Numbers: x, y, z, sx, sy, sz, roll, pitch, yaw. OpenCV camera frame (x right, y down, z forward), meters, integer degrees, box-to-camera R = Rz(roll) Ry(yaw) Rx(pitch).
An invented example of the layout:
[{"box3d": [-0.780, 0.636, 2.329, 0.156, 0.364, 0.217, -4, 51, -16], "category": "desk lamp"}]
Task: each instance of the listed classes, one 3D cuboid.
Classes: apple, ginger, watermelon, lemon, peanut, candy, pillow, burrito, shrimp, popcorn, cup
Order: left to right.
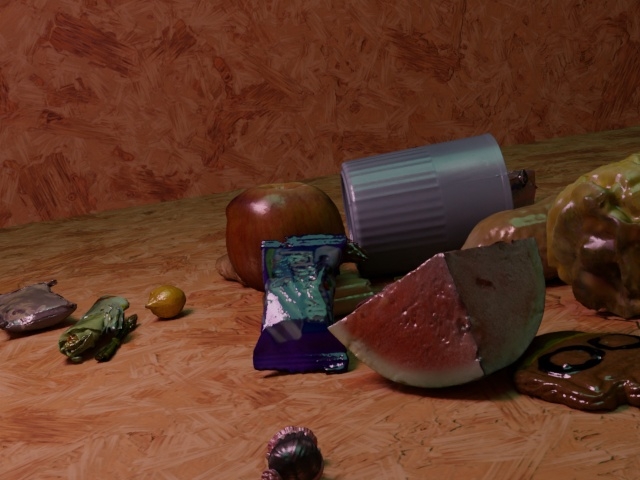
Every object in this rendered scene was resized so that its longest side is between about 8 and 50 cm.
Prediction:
[{"box3d": [-0.593, 0.141, 1.988, 0.169, 0.059, 0.255, -13, 14, -25], "category": "pillow"}, {"box3d": [-0.398, 0.147, 1.781, 0.104, 0.054, 0.288, -24, 9, 10], "category": "burrito"}, {"box3d": [-0.296, 0.118, 1.878, 0.065, 0.065, 0.092, 2, 9, 42], "category": "lemon"}, {"box3d": [-0.165, 0.055, 2.101, 0.095, 0.068, 0.190, -7, 9, -22], "category": "ginger"}, {"box3d": [-0.062, -0.007, 1.717, 0.211, 0.187, 0.211, -5, 13, 1], "category": "apple"}, {"box3d": [-0.028, 0.092, 1.518, 0.145, 0.070, 0.275, -2, 50, 4], "category": "candy"}, {"box3d": [0.000, -0.001, 1.895, 0.154, 0.062, 0.294, -5, 20, -38], "category": "shrimp"}, {"box3d": [0.207, -0.073, 2.017, 0.311, 0.256, 0.331, -10, 12, -2], "category": "cup"}, {"box3d": [0.169, 0.104, 1.357, 0.260, 0.176, 0.256, -34, 17, 30], "category": "watermelon"}, {"box3d": [0.417, -0.006, 1.784, 0.340, 0.158, 0.174, -14, 33, -12], "category": "peanut"}, {"box3d": [0.502, -0.012, 1.552, 0.293, 0.292, 0.237, 2, 8, 42], "category": "popcorn"}]

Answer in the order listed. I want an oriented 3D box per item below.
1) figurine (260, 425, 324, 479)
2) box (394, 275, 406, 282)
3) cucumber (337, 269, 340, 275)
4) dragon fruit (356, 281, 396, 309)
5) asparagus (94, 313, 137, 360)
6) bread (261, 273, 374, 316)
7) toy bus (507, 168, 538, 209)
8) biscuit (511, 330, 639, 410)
[{"box3d": [-0.036, 0.240, 1.094, 0.072, 0.054, 0.129, -13, 9, -4], "category": "figurine"}, {"box3d": [0.197, 0.093, 1.755, 0.122, 0.030, 0.193, -7, 10, 3], "category": "box"}, {"box3d": [-0.023, 0.037, 2.025, 0.096, 0.096, 0.359, -9, 10, -7], "category": "cucumber"}, {"box3d": [0.137, 0.113, 1.530, 0.147, 0.102, 0.096, -8, 5, 14], "category": "dragon fruit"}, {"box3d": [-0.361, 0.173, 1.754, 0.023, 0.022, 0.233, -51, 6, 13], "category": "asparagus"}, {"box3d": [-0.007, 0.104, 1.757, 0.178, 0.060, 0.139, -11, 11, -18], "category": "bread"}, {"box3d": [0.441, -0.108, 2.403, 0.090, 0.112, 0.274, 1, 14, 38], "category": "toy bus"}, {"box3d": [0.357, 0.161, 1.264, 0.209, 0.041, 0.290, -14, 12, -25], "category": "biscuit"}]
